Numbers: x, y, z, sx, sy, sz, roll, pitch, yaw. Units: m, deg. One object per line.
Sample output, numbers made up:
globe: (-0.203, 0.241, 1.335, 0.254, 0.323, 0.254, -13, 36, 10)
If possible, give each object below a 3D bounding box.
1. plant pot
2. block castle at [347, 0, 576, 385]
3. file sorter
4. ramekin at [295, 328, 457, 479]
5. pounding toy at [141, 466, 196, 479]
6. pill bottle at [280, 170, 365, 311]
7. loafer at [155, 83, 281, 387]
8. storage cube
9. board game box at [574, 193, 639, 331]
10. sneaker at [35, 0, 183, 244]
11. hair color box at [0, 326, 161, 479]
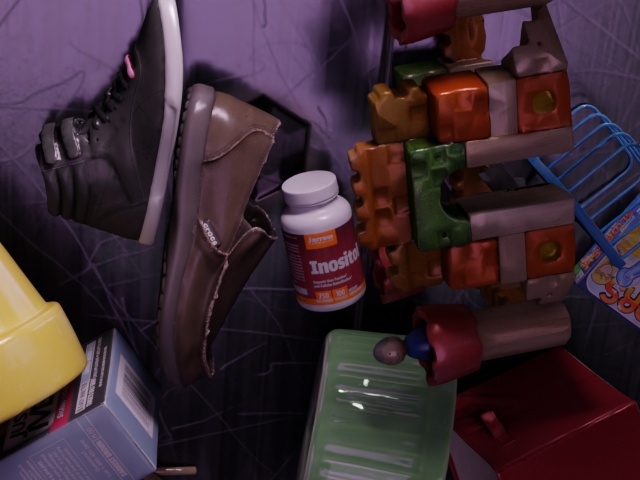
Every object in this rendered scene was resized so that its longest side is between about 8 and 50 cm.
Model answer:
plant pot: (-0.425, 0.087, 1.391, 0.254, 0.254, 0.239, -23, 97, 5)
block castle: (0.113, -0.100, 1.315, 0.213, 0.303, 0.453, -10, 114, -8)
file sorter: (0.319, -0.070, 1.416, 0.104, 0.170, 0.118, -40, 111, 9)
ramekin: (0.055, 0.248, 1.465, 0.148, 0.303, 0.303, 11, 112, -1)
pounding toy: (-0.256, 0.314, 1.580, 0.141, 0.100, 0.130, -34, 112, 21)
pill bottle: (0.000, 0.000, 1.462, 0.086, 0.086, 0.152, -12, 114, 0)
loafer: (-0.114, 0.008, 1.428, 0.130, 0.134, 0.366, 6, 113, -7)
storage cube: (0.278, 0.274, 1.529, 0.193, 0.183, 0.215, -23, 113, -12)
board game box: (0.428, 0.051, 1.550, 0.201, 0.035, 0.136, 33, 106, -17)
sneaker: (-0.235, -0.134, 1.371, 0.147, 0.104, 0.295, 6, 117, -13)
hair color box: (-0.379, 0.272, 1.490, 0.374, 0.185, 0.113, -30, 113, 8)
